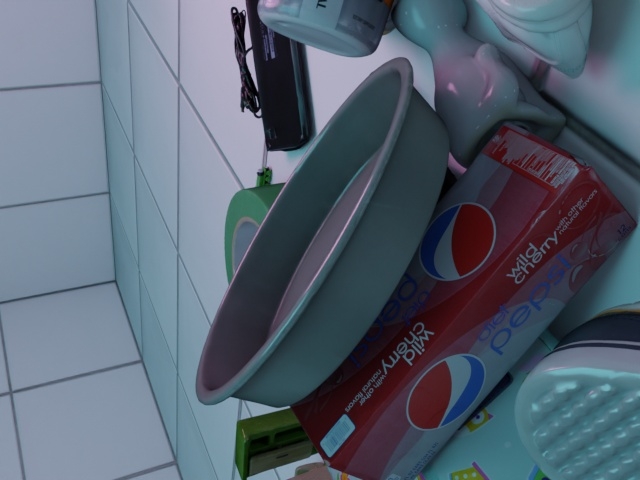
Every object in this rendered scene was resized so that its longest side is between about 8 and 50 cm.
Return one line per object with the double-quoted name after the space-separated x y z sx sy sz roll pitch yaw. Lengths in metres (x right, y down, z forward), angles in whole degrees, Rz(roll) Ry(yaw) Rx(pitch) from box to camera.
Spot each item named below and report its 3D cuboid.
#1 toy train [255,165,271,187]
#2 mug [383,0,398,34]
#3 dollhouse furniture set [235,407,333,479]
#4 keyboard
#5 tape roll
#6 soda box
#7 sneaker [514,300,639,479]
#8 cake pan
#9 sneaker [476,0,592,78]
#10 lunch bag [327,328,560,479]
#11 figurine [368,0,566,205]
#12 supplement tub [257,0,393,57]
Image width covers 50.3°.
-0.097 -0.086 1.119 0.017 0.024 0.083 57 148 41 "toy train"
0.048 -0.231 0.693 0.064 0.062 0.078 42 113 41 "mug"
-0.027 0.422 1.025 0.197 0.151 0.301 52 144 46 "dollhouse furniture set"
-0.079 -0.286 0.988 0.202 0.033 0.317 5 104 59 "keyboard"
-0.060 0.074 1.042 0.321 0.077 0.321 39 134 54 "tape roll"
0.096 0.051 0.493 0.263 0.092 0.083 -51 38 6 "soda box"
0.262 0.083 0.299 0.321 0.127 0.126 11 118 38 "sneaker"
0.000 0.000 0.521 0.293 0.054 0.293 -55 14 20 "cake pan"
0.137 -0.199 0.508 0.094 0.080 0.212 46 -156 -48 "sneaker"
0.130 0.176 0.573 0.223 0.160 0.262 55 135 50 "lunch bag"
0.097 -0.116 0.612 0.214 0.092 0.209 111 145 -48 "figurine"
0.024 -0.271 0.607 0.117 0.117 0.190 29 103 60 "supplement tub"
